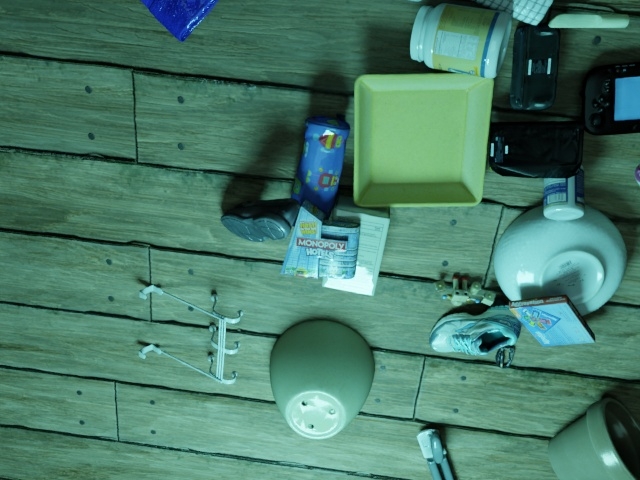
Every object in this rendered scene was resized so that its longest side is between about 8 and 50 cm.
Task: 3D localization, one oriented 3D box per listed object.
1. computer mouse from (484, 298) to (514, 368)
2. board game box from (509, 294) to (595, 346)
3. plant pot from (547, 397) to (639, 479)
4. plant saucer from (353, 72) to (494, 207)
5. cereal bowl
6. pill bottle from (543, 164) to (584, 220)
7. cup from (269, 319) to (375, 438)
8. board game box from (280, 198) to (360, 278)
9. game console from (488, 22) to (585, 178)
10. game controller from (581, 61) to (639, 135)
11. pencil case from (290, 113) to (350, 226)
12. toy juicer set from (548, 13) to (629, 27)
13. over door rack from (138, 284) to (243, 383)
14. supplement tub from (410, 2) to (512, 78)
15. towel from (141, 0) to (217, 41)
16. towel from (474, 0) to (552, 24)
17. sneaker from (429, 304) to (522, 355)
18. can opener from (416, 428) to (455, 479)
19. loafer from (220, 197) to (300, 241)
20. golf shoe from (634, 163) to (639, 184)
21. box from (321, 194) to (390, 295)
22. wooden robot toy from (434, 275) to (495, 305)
[{"bbox_3d":[0.529,0.279,1.643,0.071,0.041,0.242,-12,111,9],"label":"computer mouse"},{"bbox_3d":[0.627,0.221,1.509,0.145,0.027,0.281,-14,144,34],"label":"board game box"},{"bbox_3d":[0.818,0.629,1.674,0.263,0.263,0.229,43,128,-12],"label":"plant pot"},{"bbox_3d":[0.248,-0.255,1.420,0.332,0.081,0.333,-1,113,1],"label":"plant saucer"},{"bbox_3d":[0.648,0.074,1.497,0.338,0.141,0.339,2,113,5],"label":"cereal bowl"},{"bbox_3d":[0.608,-0.143,1.402,0.094,0.094,0.170,6,76,3],"label":"pill bottle"},{"bbox_3d":[-0.006,0.437,1.649,0.330,0.237,0.332,2,113,5],"label":"cup"},{"bbox_3d":[0.000,0.000,1.431,0.194,0.060,0.194,7,114,7],"label":"board game box"},{"bbox_3d":[0.521,-0.331,1.342,0.213,0.044,0.362,4,100,21],"label":"game console"},{"bbox_3d":[0.794,-0.346,1.351,0.318,0.067,0.167,-4,112,6],"label":"game controller"},{"bbox_3d":[-0.009,-0.178,1.461,0.119,0.133,0.306,-2,117,-29],"label":"pencil case"},{"bbox_3d":[0.651,-0.603,1.255,0.209,0.089,0.329,17,105,-16],"label":"toy juicer set"},{"bbox_3d":[-0.386,0.274,1.697,0.323,0.108,0.240,14,113,15],"label":"over door rack"},{"bbox_3d":[0.320,-0.459,1.283,0.199,0.144,0.145,17,114,20],"label":"supplement tub"},{"bbox_3d":[-0.374,-0.658,1.320,0.308,0.076,0.227,43,108,-12],"label":"towel"},{"bbox_3d":[0.436,-0.652,1.233,0.234,0.121,0.284,22,114,-2],"label":"towel"},{"bbox_3d":[0.426,0.269,1.582,0.282,0.122,0.110,-26,111,33],"label":"sneaker"},{"bbox_3d":[0.380,0.725,1.817,0.074,0.093,0.281,-16,115,10],"label":"can opener"},{"bbox_3d":[-0.155,-0.060,1.478,0.109,0.302,0.095,48,65,-28],"label":"loafer"},{"bbox_3d":[0.947,-0.181,1.396,0.306,0.115,0.140,-22,124,15],"label":"golf shoe"},{"bbox_3d":[0.096,0.012,1.525,0.148,0.127,0.233,11,113,3],"label":"box"},{"bbox_3d":[0.403,0.154,1.604,0.173,0.076,0.079,7,148,2],"label":"wooden robot toy"}]
